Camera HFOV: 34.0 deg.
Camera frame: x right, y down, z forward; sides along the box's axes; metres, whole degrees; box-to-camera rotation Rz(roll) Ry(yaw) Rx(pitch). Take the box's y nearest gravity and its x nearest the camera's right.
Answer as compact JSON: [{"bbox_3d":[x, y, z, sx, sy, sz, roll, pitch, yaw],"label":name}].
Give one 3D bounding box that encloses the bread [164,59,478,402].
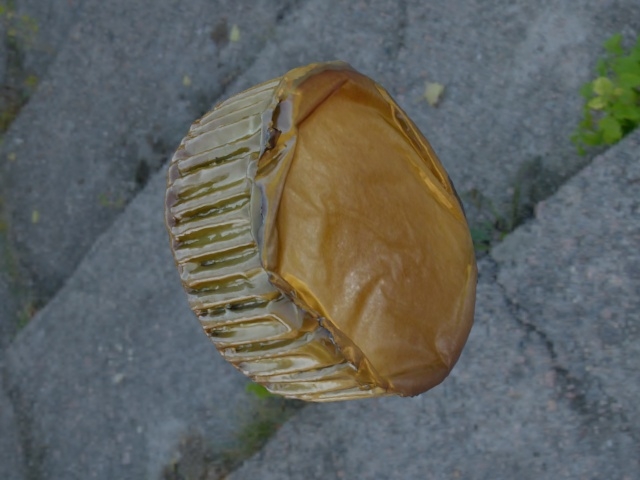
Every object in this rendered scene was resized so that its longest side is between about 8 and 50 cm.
[{"bbox_3d":[0.000,-0.001,0.612,0.104,0.199,0.199,-15,76,39],"label":"bread"}]
